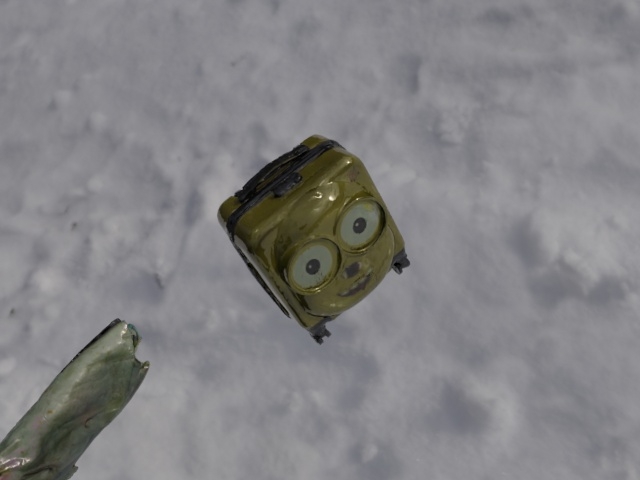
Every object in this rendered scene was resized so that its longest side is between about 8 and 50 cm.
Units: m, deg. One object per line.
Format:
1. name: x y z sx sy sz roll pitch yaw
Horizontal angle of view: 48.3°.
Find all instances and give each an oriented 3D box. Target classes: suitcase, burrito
1. suitcase: 0.000 0.000 0.924 0.194 0.235 0.143 -39 39 -9
2. burrito: -0.308 0.224 0.823 0.066 0.096 0.309 18 61 39
